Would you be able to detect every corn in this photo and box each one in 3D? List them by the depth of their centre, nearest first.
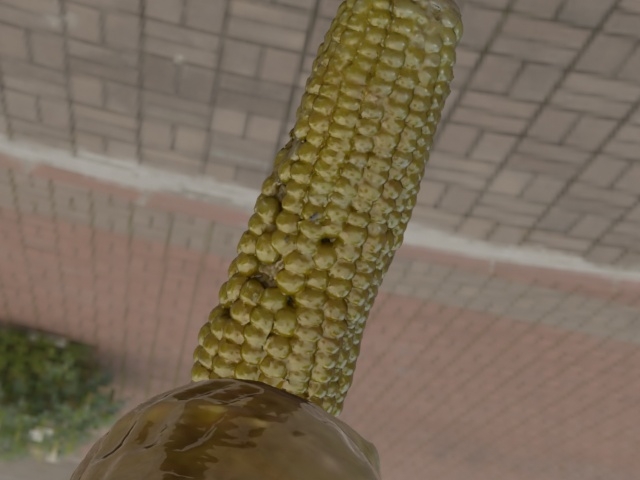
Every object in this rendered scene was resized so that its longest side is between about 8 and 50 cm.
[{"bbox_3d":[0.000,0.000,0.792,0.097,0.319,0.097,20,-170,-4],"label":"corn"}]

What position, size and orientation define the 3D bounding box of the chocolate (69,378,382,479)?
[{"bbox_3d":[-0.044,0.128,0.440,0.134,0.134,0.309,7,-166,8],"label":"chocolate"}]
